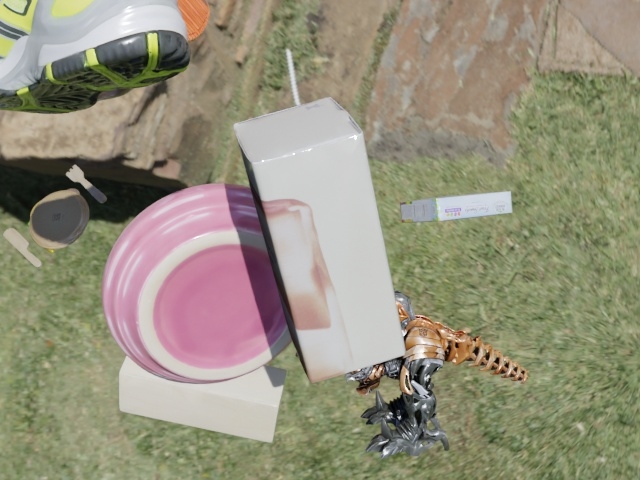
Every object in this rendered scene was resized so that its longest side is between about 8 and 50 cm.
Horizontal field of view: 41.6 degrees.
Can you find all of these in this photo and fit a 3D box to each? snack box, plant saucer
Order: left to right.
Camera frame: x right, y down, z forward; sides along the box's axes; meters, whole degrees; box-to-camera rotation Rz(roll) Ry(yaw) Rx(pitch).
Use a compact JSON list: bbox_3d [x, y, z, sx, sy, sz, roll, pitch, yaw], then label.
[{"bbox_3d":[-0.152,0.081,1.251,0.332,0.332,0.084,-51,31,8],"label":"plant saucer"},{"bbox_3d":[0.209,-0.051,1.301,0.100,0.141,0.037,1,97,62],"label":"snack box"}]

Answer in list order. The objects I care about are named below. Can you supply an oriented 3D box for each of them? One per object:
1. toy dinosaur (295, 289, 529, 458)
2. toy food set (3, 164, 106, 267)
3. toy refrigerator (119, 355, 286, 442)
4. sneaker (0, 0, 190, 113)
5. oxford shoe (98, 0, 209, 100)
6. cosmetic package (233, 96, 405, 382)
[{"bbox_3d":[0.125,0.183,1.207,0.322,0.164,0.218,9,99,21],"label":"toy dinosaur"},{"bbox_3d":[-0.501,-0.040,1.621,0.132,0.038,0.192,40,81,24],"label":"toy food set"},{"bbox_3d":[-0.200,0.254,1.446,0.269,0.094,0.102,11,129,1],"label":"toy refrigerator"},{"bbox_3d":[-0.273,-0.210,0.835,0.384,0.145,0.147,-4,92,37],"label":"sneaker"},{"bbox_3d":[-0.334,-0.386,1.602,0.132,0.364,0.130,-28,109,40],"label":"oxford shoe"},{"bbox_3d":[0.000,0.000,1.009,0.129,0.153,0.296,-16,116,-6],"label":"cosmetic package"}]
